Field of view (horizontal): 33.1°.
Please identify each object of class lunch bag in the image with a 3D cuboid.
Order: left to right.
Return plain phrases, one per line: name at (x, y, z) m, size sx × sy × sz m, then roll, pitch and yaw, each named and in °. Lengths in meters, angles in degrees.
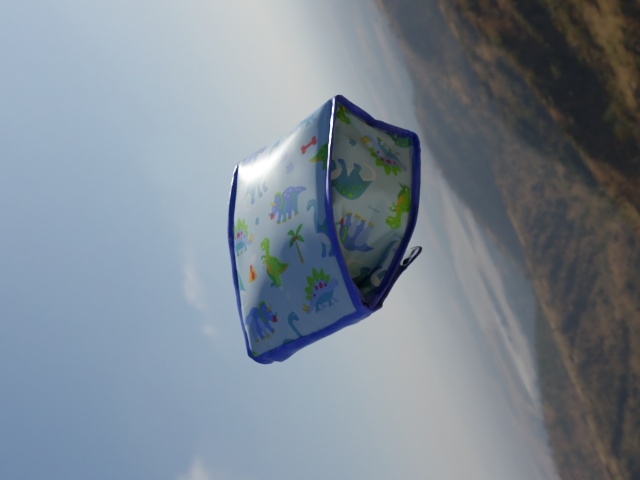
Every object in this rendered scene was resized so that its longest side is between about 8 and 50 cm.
lunch bag at (0.000, 0.000, 0.734) m, size 0.096 × 0.129 × 0.151 m, roll 23°, pitch -124°, yaw -28°
